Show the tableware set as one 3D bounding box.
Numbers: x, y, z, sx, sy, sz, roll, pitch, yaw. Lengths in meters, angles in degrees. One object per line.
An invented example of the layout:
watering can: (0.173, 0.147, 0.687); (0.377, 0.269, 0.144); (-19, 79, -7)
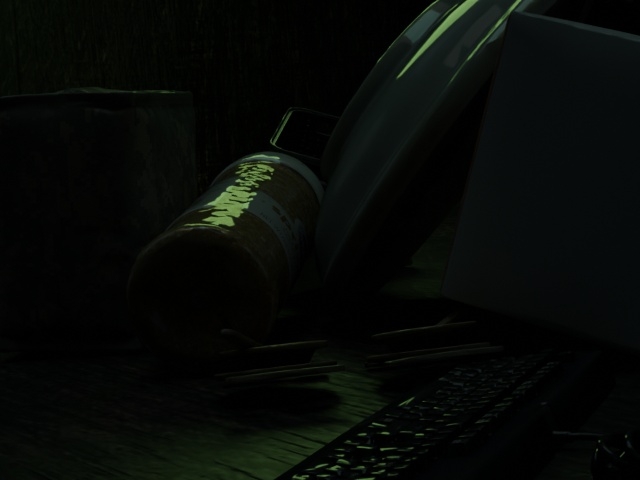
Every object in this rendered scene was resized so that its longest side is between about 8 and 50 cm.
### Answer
tableware set: (0.021, 0.071, 0.942); (0.194, 0.039, 0.128); (-6, -6, -7)

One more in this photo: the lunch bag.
lunch bag: (-0.201, -0.030, 1.306); (0.169, 0.235, 0.287); (-1, 5, 11)

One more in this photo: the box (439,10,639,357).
box: (0.235, -0.057, 1.087); (0.168, 0.215, 0.345); (16, 11, 15)

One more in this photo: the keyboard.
keyboard: (0.108, 0.098, 0.736); (0.201, 0.033, 0.317); (-3, 7, 23)

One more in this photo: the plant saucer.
plant saucer: (0.102, -0.113, 1.241); (0.100, 0.400, 0.400); (38, 17, 11)

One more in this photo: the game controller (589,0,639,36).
game controller: (0.366, -0.105, 1.305); (0.166, 0.319, 0.067); (-4, 35, 27)

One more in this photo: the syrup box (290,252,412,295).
syrup box: (0.000, 0.000, 1.561); (0.096, 0.093, 0.237); (0, 8, 40)

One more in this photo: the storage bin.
storage bin: (0.005, -0.072, 1.456); (0.122, 0.084, 0.180); (15, 19, 2)

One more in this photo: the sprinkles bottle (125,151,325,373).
sprinkles bottle: (-0.072, 0.008, 1.192); (0.121, 0.121, 0.355); (-4, 13, 8)
